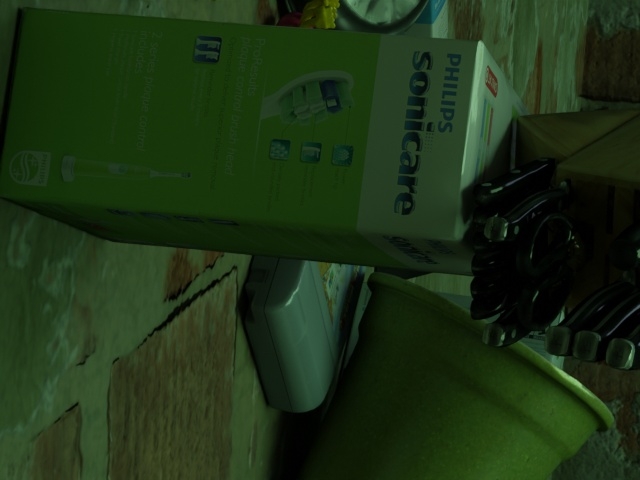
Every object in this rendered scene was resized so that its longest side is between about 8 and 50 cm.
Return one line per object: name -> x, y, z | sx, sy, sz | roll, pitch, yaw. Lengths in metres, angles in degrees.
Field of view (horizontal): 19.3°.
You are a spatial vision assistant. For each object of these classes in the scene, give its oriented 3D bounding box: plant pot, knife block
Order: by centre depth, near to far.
knife block -> 0.210, -0.004, 1.082 | 0.242, 0.275, 0.088 | -124, -148, -65
plant pot -> 0.100, 0.209, 1.816 | 0.254, 0.276, 0.276 | -57, 160, -8

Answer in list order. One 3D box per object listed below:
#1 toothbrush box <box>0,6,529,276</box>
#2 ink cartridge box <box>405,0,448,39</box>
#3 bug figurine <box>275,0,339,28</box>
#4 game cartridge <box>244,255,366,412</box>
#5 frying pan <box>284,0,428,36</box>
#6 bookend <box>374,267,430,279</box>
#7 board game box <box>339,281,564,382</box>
toothbrush box -> -0.027, -0.055, 1.169 | 0.206, 0.283, 0.122 | 29, 69, -73
ink cartridge box -> 0.069, -0.181, 1.834 | 0.060, 0.104, 0.180 | -65, 156, -51
bug figurine -> -0.034, -0.176, 1.508 | 0.216, 0.072, 0.279 | -74, 159, -54
game cartridge -> 0.000, 0.000, 1.757 | 0.198, 0.062, 0.297 | 71, 29, -50
frying pan -> 0.036, -0.194, 1.674 | 0.197, 0.053, 0.326 | -3, 102, -45
bookend -> 0.087, -0.028, 1.996 | 0.157, 0.156, 0.072 | -14, 118, -27
board game box -> 0.127, 0.211, 1.993 | 0.097, 0.224, 0.303 | 74, 27, -61
